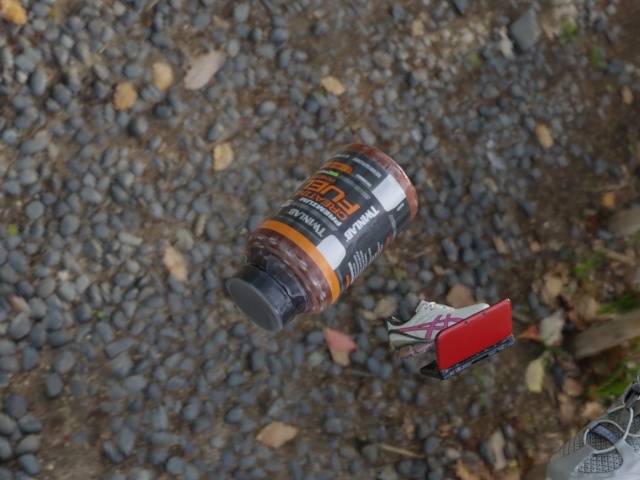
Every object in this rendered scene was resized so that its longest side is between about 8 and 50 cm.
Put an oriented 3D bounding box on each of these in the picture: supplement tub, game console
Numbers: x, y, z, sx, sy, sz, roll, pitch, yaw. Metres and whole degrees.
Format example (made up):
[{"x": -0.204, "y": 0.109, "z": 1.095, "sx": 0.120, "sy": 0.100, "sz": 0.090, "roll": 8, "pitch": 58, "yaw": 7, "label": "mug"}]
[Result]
[{"x": 0.000, "y": 0.000, "z": 1.089, "sx": 0.106, "sy": 0.106, "sz": 0.198, "roll": 49, "pitch": 64, "yaw": -10, "label": "supplement tub"}, {"x": 0.228, "y": 0.154, "z": 1.764, "sx": 0.144, "sy": 0.124, "sz": 0.085, "roll": -23, "pitch": 97, "yaw": -19, "label": "game console"}]

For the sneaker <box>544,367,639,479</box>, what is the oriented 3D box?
[{"x": 0.340, "y": 0.174, "z": 1.165, "sx": 0.281, "sy": 0.105, "sz": 0.115, "roll": -31, "pitch": 119, "yaw": -22, "label": "sneaker"}]

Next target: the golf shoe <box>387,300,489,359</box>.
[{"x": 0.201, "y": 0.138, "z": 1.898, "sx": 0.085, "sy": 0.186, "sz": 0.067, "roll": 69, "pitch": 15, "yaw": 4, "label": "golf shoe"}]
